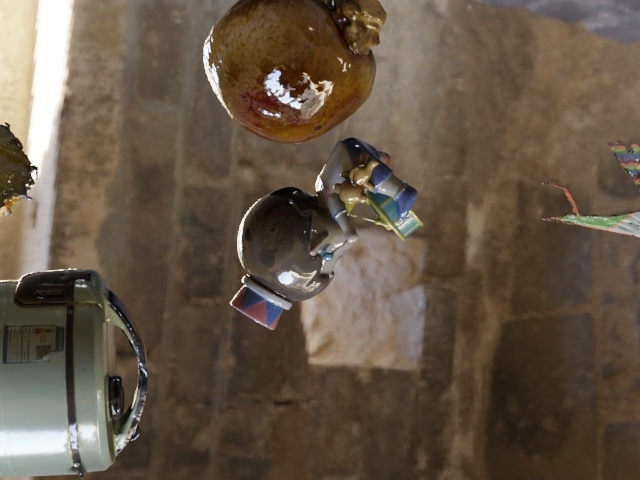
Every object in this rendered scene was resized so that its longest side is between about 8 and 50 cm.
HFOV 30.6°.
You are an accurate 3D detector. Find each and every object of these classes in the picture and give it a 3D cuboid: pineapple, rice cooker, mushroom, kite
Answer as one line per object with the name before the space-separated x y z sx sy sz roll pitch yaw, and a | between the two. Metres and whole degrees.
pineapple | -0.487 -0.099 1.593 0.047 0.221 0.221 -54 42 35
rice cooker | -0.308 0.142 1.250 0.226 0.244 0.226 178 90 -87
mushroom | -0.032 -0.259 1.678 0.283 0.263 0.195 -44 37 26
kite | 0.264 -0.034 0.940 0.198 0.244 0.006 -3 70 31

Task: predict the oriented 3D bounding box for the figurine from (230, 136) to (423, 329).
figurine | -0.006 -0.006 1.483 0.275 0.158 0.161 -36 27 7
